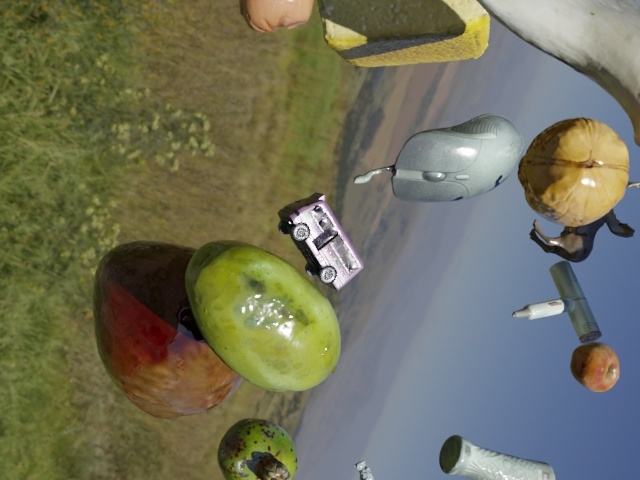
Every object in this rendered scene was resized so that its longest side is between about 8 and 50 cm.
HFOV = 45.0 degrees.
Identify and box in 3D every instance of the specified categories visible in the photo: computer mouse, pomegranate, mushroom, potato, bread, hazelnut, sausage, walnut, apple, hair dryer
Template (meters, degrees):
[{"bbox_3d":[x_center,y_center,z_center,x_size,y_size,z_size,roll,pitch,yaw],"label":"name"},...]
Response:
[{"bbox_3d":[0.241,-0.136,1.469,0.090,0.379,0.167,-127,-149,-47],"label":"computer mouse"},{"bbox_3d":[-0.145,0.540,1.889,0.202,0.202,0.248,-64,-159,-10],"label":"pomegranate"},{"bbox_3d":[0.402,-0.268,1.092,0.177,0.397,0.126,-47,174,-26],"label":"mushroom"},{"bbox_3d":[-0.097,0.129,1.298,0.216,0.304,0.216,-34,-147,26],"label":"potato"},{"bbox_3d":[0.175,-0.444,1.550,0.333,0.323,0.143,-23,110,-79],"label":"bread"},{"bbox_3d":[-0.317,0.176,1.675,0.353,0.421,0.421,-36,171,-3],"label":"hazelnut"},{"bbox_3d":[-0.066,-0.472,1.172,0.121,0.121,0.304,-50,144,-65],"label":"sausage"},{"bbox_3d":[0.334,-0.091,1.028,0.180,0.144,0.144,74,41,-78],"label":"walnut"},{"bbox_3d":[0.694,0.321,1.961,0.102,0.126,0.126,12,-107,54],"label":"apple"},{"bbox_3d":[0.395,0.103,1.362,0.044,0.183,0.155,-56,-143,44],"label":"hair dryer"}]

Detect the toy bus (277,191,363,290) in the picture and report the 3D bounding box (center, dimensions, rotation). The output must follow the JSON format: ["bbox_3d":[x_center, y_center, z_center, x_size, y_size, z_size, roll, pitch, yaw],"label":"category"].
[{"bbox_3d":[0.000,0.000,1.454,0.098,0.178,0.087,-38,-158,-13],"label":"toy bus"}]

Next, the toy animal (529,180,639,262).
[{"bbox_3d":[0.487,-0.039,1.416,0.094,0.186,0.214,88,23,-52],"label":"toy animal"}]

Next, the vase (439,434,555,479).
[{"bbox_3d":[0.334,0.440,1.481,0.096,0.219,0.096,-51,-156,35],"label":"vase"}]

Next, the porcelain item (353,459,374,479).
[{"bbox_3d":[0.102,0.520,1.677,0.028,0.083,0.036,-20,164,-35],"label":"porcelain item"}]
